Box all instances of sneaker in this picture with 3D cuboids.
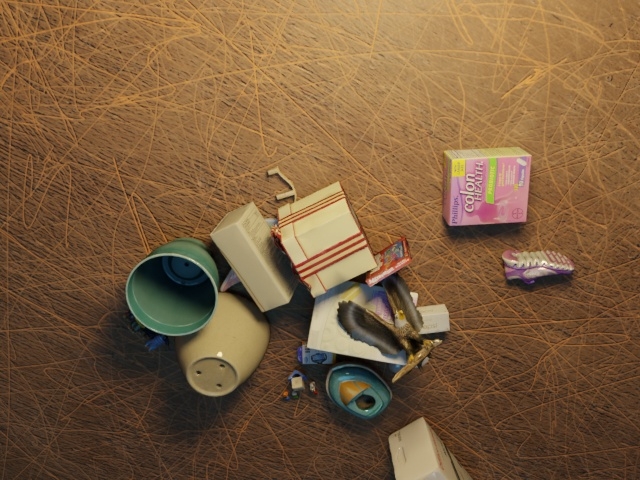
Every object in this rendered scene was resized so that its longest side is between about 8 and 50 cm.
[{"bbox_3d":[0.716,0.095,1.949,0.236,0.095,0.105,3,118,3],"label":"sneaker"},{"bbox_3d":[-0.279,0.129,1.959,0.070,0.051,0.134,32,104,-7],"label":"sneaker"}]

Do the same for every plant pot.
[{"bbox_3d":[-0.438,0.118,1.843,0.271,0.255,0.272,0,111,0],"label":"plant pot"}]

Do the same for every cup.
[{"bbox_3d":[-0.337,0.373,1.940,0.331,0.237,0.331,-1,117,-1],"label":"cup"}]

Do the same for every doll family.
[{"bbox_3d":[-0.583,0.293,2.011,0.111,0.076,0.193,-33,113,7],"label":"doll family"}]

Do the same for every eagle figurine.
[{"bbox_3d":[0.230,0.257,1.813,0.226,0.298,0.225,-7,131,-41],"label":"eagle figurine"}]

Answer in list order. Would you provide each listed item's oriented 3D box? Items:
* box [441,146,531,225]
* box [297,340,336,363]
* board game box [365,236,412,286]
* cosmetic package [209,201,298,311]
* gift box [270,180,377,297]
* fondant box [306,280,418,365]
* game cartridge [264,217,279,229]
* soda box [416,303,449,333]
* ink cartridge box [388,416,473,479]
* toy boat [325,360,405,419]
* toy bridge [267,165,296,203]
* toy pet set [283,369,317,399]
[{"bbox_3d":[0.510,-0.169,1.821,0.242,0.117,0.214,-2,112,0],"label":"box"},{"bbox_3d":[-0.013,0.398,2.084,0.136,0.028,0.081,1,112,1],"label":"box"},{"bbox_3d":[0.210,0.060,1.818,0.145,0.281,0.027,-34,96,11],"label":"board game box"},{"bbox_3d":[-0.200,0.053,1.864,0.113,0.160,0.309,-23,110,25],"label":"cosmetic package"},{"bbox_3d":[0.000,0.000,1.784,0.258,0.276,0.255,-25,114,8],"label":"gift box"},{"bbox_3d":[0.136,0.263,1.927,0.330,0.096,0.238,10,81,-1],"label":"fondant box"},{"bbox_3d":[-0.154,-0.034,1.917,0.056,0.017,0.083,-6,112,-3],"label":"game cartridge"},{"bbox_3d":[0.330,0.276,2.020,0.216,0.069,0.074,-7,110,1],"label":"soda box"},{"bbox_3d":[0.436,0.896,2.150,0.166,0.285,0.395,-35,109,10],"label":"ink cartridge box"},{"bbox_3d":[0.173,0.489,2.053,0.267,0.148,0.318,37,105,-19],"label":"toy boat"},{"bbox_3d":[-0.109,-0.148,1.866,0.063,0.026,0.188,-17,112,4],"label":"toy bridge"},{"bbox_3d":[-0.083,0.520,2.126,0.122,0.065,0.114,-13,146,7],"label":"toy pet set"}]
